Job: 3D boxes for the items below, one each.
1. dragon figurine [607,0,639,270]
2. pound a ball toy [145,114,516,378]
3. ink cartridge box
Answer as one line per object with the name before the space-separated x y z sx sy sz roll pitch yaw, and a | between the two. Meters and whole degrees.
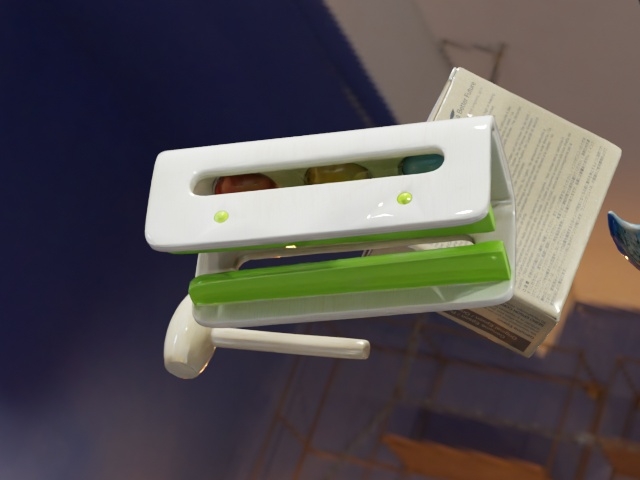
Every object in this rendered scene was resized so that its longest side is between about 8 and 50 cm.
dragon figurine | 0.176 -0.002 0.638 0.289 0.144 0.085 24 16 -37
pound a ball toy | 0.000 0.000 1.320 0.319 0.135 0.208 -5 -36 15
ink cartridge box | 0.169 -0.030 1.583 0.193 0.234 0.088 27 -35 1
